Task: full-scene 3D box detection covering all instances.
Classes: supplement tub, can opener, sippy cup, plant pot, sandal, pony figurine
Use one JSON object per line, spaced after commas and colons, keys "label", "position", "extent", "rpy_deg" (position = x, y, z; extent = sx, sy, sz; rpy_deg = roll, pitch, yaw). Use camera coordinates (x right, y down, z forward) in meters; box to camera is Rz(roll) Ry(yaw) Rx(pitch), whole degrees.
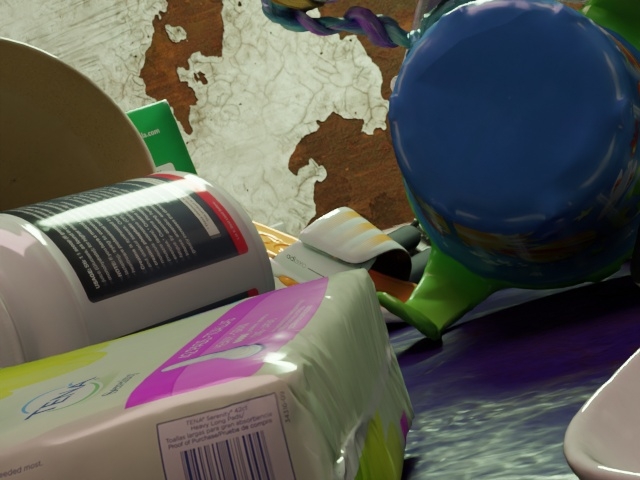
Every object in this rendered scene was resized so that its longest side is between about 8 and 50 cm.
{"label": "supplement tub", "position": [-0.185, 0.060, 0.988], "extent": [0.191, 0.191, 0.272], "rpy_deg": [-14, 3, 43]}
{"label": "can opener", "position": [0.098, 0.030, 1.462], "extent": [0.093, 0.074, 0.280], "rpy_deg": [-52, -9, 15]}
{"label": "sippy cup", "position": [0.154, -0.081, 0.972], "extent": [0.240, 0.305, 0.224], "rpy_deg": [-4, -5, 16]}
{"label": "plant pot", "position": [-0.319, -0.023, 1.209], "extent": [0.284, 0.284, 0.191], "rpy_deg": [-19, -17, -48]}
{"label": "sandal", "position": [-0.006, 0.002, 1.194], "extent": [0.265, 0.076, 0.102], "rpy_deg": [22, 20, 23]}
{"label": "pony figurine", "position": [0.131, -0.263, 1.221], "extent": [0.363, 0.302, 0.351], "rpy_deg": [-6, 2, 14]}

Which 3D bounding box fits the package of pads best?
{"label": "package of pads", "position": [-0.087, 0.096, 0.516], "extent": [0.229, 0.101, 0.296], "rpy_deg": [-17, 2, 7]}

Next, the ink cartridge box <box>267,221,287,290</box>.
{"label": "ink cartridge box", "position": [-0.184, 0.083, 1.347], "extent": [0.283, 0.117, 0.207], "rpy_deg": [-15, 4, 27]}

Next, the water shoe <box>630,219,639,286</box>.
{"label": "water shoe", "position": [0.266, 0.006, 0.868], "extent": [0.080, 0.073, 0.203], "rpy_deg": [12, 1, 1]}

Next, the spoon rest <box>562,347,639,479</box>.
{"label": "spoon rest", "position": [0.171, 0.033, 0.436], "extent": [0.137, 0.084, 0.276], "rpy_deg": [-15, 2, 30]}

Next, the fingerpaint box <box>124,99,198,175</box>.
{"label": "fingerpaint box", "position": [-0.410, 0.010, 1.500], "extent": [0.445, 0.163, 0.371], "rpy_deg": [-23, 1, -33]}

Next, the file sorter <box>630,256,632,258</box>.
{"label": "file sorter", "position": [0.240, -0.076, 1.286], "extent": [0.173, 0.193, 0.278], "rpy_deg": [-19, 1, 31]}
